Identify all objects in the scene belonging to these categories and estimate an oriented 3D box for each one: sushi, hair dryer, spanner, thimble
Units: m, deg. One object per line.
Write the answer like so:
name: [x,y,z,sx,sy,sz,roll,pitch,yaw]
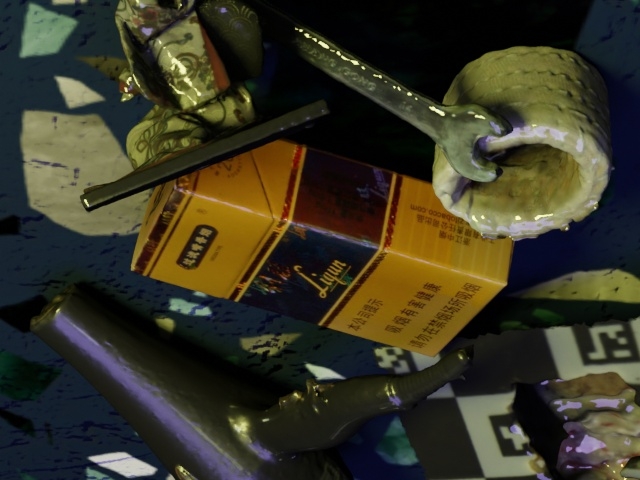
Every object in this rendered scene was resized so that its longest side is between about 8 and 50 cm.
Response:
sushi: [0.241,0.177,1.530,0.296,0.100,0.373,-8,124,25]
hair dryer: [-0.024,0.102,1.426,0.304,0.120,0.359,44,142,-17]
spanner: [0.009,-0.115,1.223,0.254,0.015,0.054,31,134,6]
thimble: [0.134,-0.064,1.272,0.115,0.090,0.102,-32,123,32]

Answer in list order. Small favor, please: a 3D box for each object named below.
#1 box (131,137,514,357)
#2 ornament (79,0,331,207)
box: [0.000,0.000,1.351,0.237,0.070,0.152,15,154,-12]
ornament: [-0.105,-0.133,1.177,0.153,0.196,0.166,-20,-179,-7]
